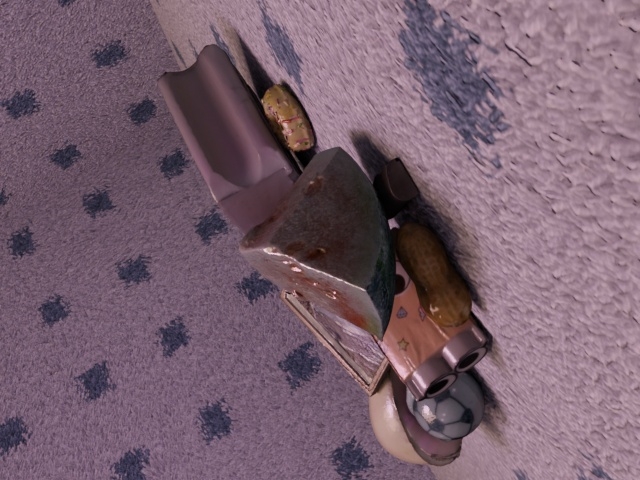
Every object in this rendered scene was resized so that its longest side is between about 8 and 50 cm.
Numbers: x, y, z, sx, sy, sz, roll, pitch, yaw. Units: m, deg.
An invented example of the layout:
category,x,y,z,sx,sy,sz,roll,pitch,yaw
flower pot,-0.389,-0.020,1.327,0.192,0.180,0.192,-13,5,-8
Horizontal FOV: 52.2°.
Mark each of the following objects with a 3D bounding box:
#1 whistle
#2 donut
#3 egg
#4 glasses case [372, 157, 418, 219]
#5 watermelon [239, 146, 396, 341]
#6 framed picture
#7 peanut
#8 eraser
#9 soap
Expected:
category,x,y,z,sx,sy,sz,roll,pitch,yaw
whistle,0.262,0.305,1.339,0.163,0.163,0.290,-131,33,-53
donut,-0.079,-0.280,1.521,0.175,0.068,0.174,59,173,12
egg,0.193,0.380,1.510,0.264,0.174,0.287,-21,-93,-55
glasses case,0.119,-0.083,1.126,0.190,0.042,0.072,116,130,-81
watermelon,-0.009,0.008,1.123,0.387,0.258,0.228,-106,7,-45
framed picture,0.045,0.143,1.426,0.335,0.022,0.247,44,132,28
peanut,0.184,0.054,1.081,0.193,0.089,0.089,64,172,-2
eraser,0.167,0.131,1.214,0.087,0.171,0.291,24,-155,-53
soap,-0.211,-0.247,1.730,0.435,0.212,0.350,61,-173,22
